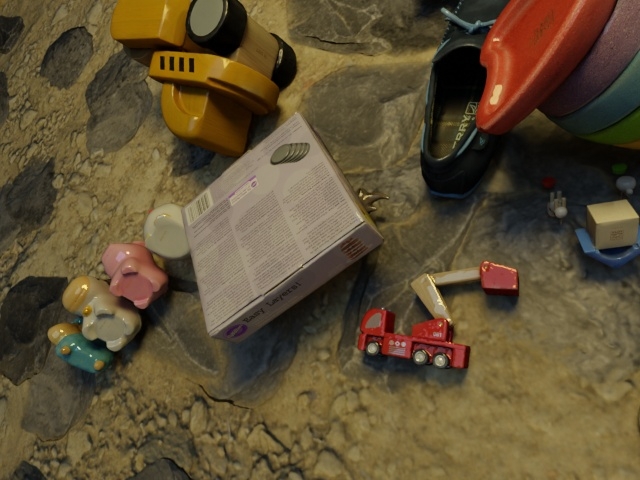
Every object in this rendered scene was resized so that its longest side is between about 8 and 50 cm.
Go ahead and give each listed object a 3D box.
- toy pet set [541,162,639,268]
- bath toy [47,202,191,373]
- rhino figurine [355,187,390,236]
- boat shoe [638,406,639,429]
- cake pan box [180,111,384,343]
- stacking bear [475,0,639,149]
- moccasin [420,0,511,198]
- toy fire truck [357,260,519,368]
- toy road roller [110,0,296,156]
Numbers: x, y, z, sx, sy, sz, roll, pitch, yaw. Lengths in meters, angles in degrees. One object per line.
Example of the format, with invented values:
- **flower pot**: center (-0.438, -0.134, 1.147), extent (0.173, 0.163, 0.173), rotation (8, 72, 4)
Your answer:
- **toy pet set**: center (0.336, -0.030, 0.473), extent (0.122, 0.065, 0.114), rotation (-9, 36, 21)
- **bath toy**: center (-0.346, 0.068, 0.746), extent (0.151, 0.129, 0.348), rotation (39, 98, -14)
- **rhino figurine**: center (0.000, 0.000, 0.612), extent (0.243, 0.073, 0.106), rotation (-31, 57, 18)
- **boat shoe**: center (0.417, 0.065, 0.356), extent (0.127, 0.113, 0.340), rotation (41, 95, 31)
- **cake pan box**: center (-0.078, -0.021, 0.584), extent (0.267, 0.070, 0.246), rotation (-37, 50, 12)
- **stacking bear**: center (0.332, -0.158, 0.409), extent (0.289, 0.164, 0.175), rotation (20, 60, -8)
- **moccasin**: center (0.215, -0.228, 0.549), extent (0.137, 0.117, 0.342), rotation (5, 77, 28)
- **toy fire truck**: center (0.147, 0.093, 0.524), extent (0.192, 0.047, 0.135), rotation (3, 75, 29)
- **toy road roller**: center (-0.228, -0.297, 0.755), extent (0.329, 0.202, 0.241), rotation (18, 94, 29)
